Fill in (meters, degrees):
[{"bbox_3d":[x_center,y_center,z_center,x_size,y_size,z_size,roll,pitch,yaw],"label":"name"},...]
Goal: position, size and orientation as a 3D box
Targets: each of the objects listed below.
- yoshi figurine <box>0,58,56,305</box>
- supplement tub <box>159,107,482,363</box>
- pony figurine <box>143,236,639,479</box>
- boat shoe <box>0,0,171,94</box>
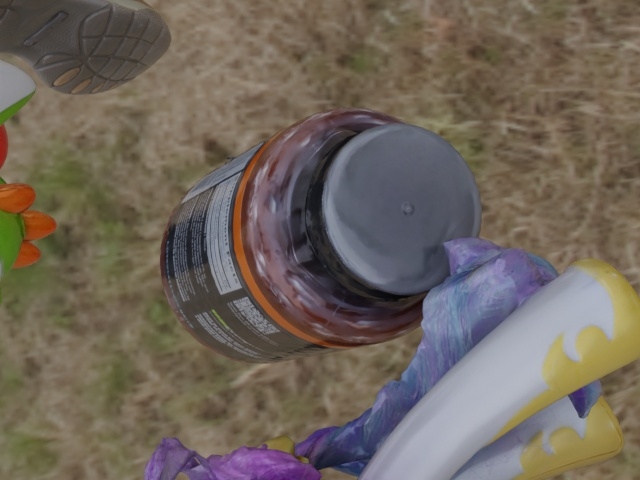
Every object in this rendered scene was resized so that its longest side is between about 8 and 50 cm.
[{"bbox_3d":[-0.300,-0.028,0.959,0.203,0.362,0.203,24,67,13],"label":"yoshi figurine"},{"bbox_3d":[0.000,0.000,0.709,0.198,0.106,0.106,161,97,-68],"label":"supplement tub"},{"bbox_3d":[-0.014,0.165,0.577,0.351,0.363,0.303,57,164,-13],"label":"pony figurine"},{"bbox_3d":[-0.239,-0.218,1.369,0.123,0.324,0.116,-33,71,14],"label":"boat shoe"}]
